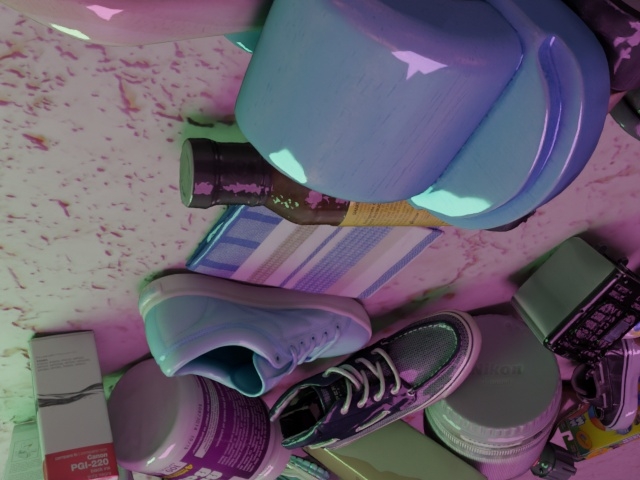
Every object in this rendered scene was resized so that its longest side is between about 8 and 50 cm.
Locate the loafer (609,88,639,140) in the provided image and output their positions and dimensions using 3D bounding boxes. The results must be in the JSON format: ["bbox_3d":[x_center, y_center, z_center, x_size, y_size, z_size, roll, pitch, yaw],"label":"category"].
[{"bbox_3d":[0.467,-0.139,0.931,0.303,0.109,0.095,11,135,-29],"label":"loafer"}]

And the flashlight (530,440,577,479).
[{"bbox_3d":[0.383,0.422,1.642,0.304,0.103,0.103,22,132,-14],"label":"flashlight"}]

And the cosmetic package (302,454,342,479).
[{"bbox_3d":[0.101,0.531,1.620,0.217,0.156,0.385,-21,146,8],"label":"cosmetic package"}]

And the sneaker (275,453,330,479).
[{"bbox_3d":[-0.133,0.427,1.438,0.283,0.122,0.110,13,154,12],"label":"sneaker"}]

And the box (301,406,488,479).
[{"bbox_3d":[0.116,0.378,1.363,0.121,0.311,0.148,-50,154,-21],"label":"box"}]

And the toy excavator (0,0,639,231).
[{"bbox_3d":[-0.030,-0.166,0.553,0.445,0.433,0.222,-25,159,-40],"label":"toy excavator"}]

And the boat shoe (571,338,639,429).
[{"bbox_3d":[0.546,0.264,1.562,0.119,0.121,0.335,-10,136,6],"label":"boat shoe"}]

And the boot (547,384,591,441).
[{"bbox_3d":[0.463,0.371,1.713,0.106,0.082,0.219,24,122,-30],"label":"boot"}]

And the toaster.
[{"bbox_3d":[0.401,0.099,1.220,0.168,0.110,0.185,22,115,-42],"label":"toaster"}]

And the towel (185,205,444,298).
[{"bbox_3d":[0.000,0.000,1.013,0.285,0.034,0.209,11,141,-31],"label":"towel"}]

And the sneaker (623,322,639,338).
[{"bbox_3d":[0.548,0.064,1.290,0.240,0.091,0.126,-33,130,16],"label":"sneaker"}]

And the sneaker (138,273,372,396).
[{"bbox_3d":[-0.073,0.151,1.098,0.366,0.150,0.135,9,141,-33],"label":"sneaker"}]

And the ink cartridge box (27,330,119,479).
[{"bbox_3d":[-0.336,0.255,1.087,0.092,0.218,0.158,-8,146,-22],"label":"ink cartridge box"}]

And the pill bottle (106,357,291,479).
[{"bbox_3d":[-0.178,0.301,1.261,0.169,0.169,0.301,-30,144,21],"label":"pill bottle"}]

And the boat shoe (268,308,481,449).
[{"bbox_3d":[0.078,0.217,1.203,0.340,0.127,0.158,-41,153,22],"label":"boat shoe"}]

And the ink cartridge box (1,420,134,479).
[{"bbox_3d":[-0.377,0.357,1.206,0.189,0.232,0.066,-10,116,-7],"label":"ink cartridge box"}]

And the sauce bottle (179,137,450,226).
[{"bbox_3d":[0.027,-0.069,0.850,0.344,0.111,0.111,-1,144,-22],"label":"sauce bottle"}]

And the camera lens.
[{"bbox_3d":[0.284,0.274,1.355,0.219,0.219,0.274,-14,147,-2],"label":"camera lens"}]

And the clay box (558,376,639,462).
[{"bbox_3d":[0.616,0.380,1.727,0.222,0.127,0.053,-30,143,21],"label":"clay box"}]

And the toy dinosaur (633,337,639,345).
[{"bbox_3d":[0.656,0.140,1.353,0.296,0.127,0.200,-3,147,-48],"label":"toy dinosaur"}]

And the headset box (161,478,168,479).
[{"bbox_3d":[-0.207,0.515,1.618,0.218,0.110,0.293,-3,145,-18],"label":"headset box"}]
